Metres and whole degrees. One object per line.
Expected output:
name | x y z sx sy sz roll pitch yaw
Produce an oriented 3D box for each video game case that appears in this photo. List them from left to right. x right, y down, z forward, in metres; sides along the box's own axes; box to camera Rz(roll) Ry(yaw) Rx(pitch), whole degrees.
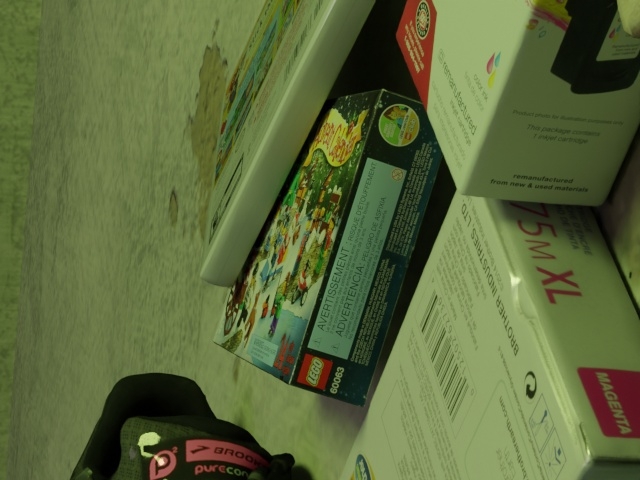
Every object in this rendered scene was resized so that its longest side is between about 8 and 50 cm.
video game case | -0.018 -0.116 1.048 0.206 0.026 0.227 -88 20 -52

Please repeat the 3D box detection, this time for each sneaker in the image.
sneaker | -0.093 0.224 1.081 0.483 0.185 0.202 -135 47 -65

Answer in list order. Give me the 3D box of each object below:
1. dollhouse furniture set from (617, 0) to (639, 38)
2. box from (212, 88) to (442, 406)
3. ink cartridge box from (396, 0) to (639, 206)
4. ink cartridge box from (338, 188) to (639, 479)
dollhouse furniture set | 0.159 -0.097 0.372 0.152 0.201 0.374 136 129 -63
box | 0.000 0.000 0.971 0.233 0.044 0.159 -173 100 -76
ink cartridge box | 0.101 -0.123 0.727 0.127 0.072 0.175 -107 26 -47
ink cartridge box | 0.067 0.137 0.799 0.186 0.065 0.311 -104 28 -46
